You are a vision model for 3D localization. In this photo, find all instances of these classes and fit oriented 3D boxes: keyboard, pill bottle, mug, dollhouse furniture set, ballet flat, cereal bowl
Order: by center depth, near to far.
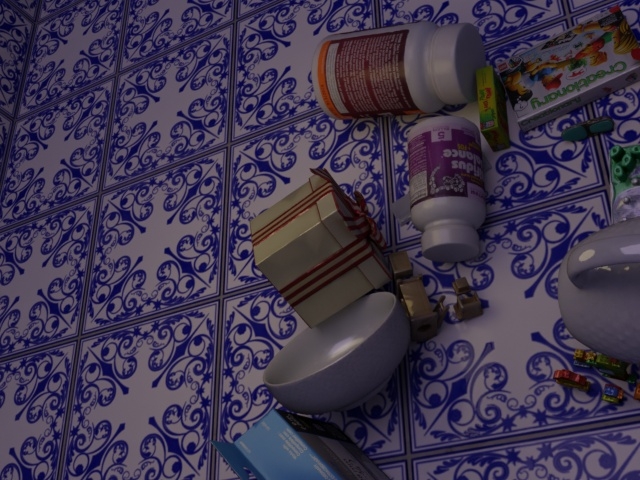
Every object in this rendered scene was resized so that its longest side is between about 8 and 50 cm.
[{"bbox_3d":[0.557,0.069,1.362,0.328,0.374,0.276,-7,68,41],"label":"mug"},{"bbox_3d":[0.053,0.258,1.754,0.339,0.141,0.339,-32,11,7],"label":"cereal bowl"},{"bbox_3d":[0.252,0.110,1.823,0.161,0.101,0.181,-13,53,-3],"label":"dollhouse furniture set"},{"bbox_3d":[0.590,-0.249,1.825,0.114,0.041,0.041,-13,58,27],"label":"ballet flat"},{"bbox_3d":[0.283,-0.111,1.846,0.169,0.169,0.301,-12,66,28],"label":"pill bottle"},{"bbox_3d":[0.284,-0.128,1.970,0.256,0.014,0.072,-33,46,13],"label":"keyboard"},{"bbox_3d":[0.195,-0.422,2.056,0.392,0.224,0.224,2,65,35],"label":"pill bottle"}]

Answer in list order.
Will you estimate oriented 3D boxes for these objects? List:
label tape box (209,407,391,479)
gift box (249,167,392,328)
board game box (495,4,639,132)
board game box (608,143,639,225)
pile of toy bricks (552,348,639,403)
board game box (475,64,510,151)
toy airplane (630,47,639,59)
[{"bbox_3d":[-0.018,0.445,1.616,0.241,0.334,0.105,37,96,41],"label":"label tape box"},{"bbox_3d":[0.000,0.000,1.864,0.258,0.276,0.255,-33,33,9],"label":"gift box"},{"bbox_3d":[0.575,-0.394,1.902,0.305,0.053,0.192,-24,54,20],"label":"board game box"},{"bbox_3d":[0.736,-0.019,1.524,0.390,0.050,0.389,-6,75,31],"label":"board game box"},{"bbox_3d":[0.542,0.234,1.527,0.212,0.105,0.118,7,68,36],"label":"pile of toy bricks"},{"bbox_3d":[0.404,-0.310,1.940,0.043,0.092,0.181,-14,57,25],"label":"board game box"},{"bbox_3d":[0.740,-0.377,1.767,0.151,0.028,0.151,0,84,-2],"label":"toy airplane"}]
